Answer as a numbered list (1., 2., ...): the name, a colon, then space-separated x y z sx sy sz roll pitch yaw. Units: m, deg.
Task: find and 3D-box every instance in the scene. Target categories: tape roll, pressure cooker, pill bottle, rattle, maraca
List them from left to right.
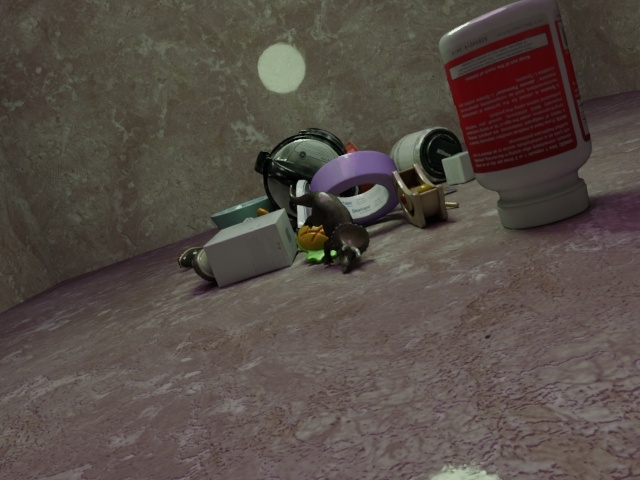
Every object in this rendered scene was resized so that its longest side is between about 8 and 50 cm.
1. rattle: -0.167 -0.090 2.170 0.199 0.143 0.130 -33 -2 -36
2. pressure cooker: -0.046 -0.264 2.177 0.369 0.376 0.420 -23 11 7
3. maraca: 0.000 0.000 1.431 0.127 0.099 0.186 -21 35 1
4. tape roll: 0.111 -0.150 1.593 0.274 0.090 0.275 -10 -29 -6
5. pill bottle: 0.400 -0.243 1.048 0.228 0.408 0.229 -18 9 3

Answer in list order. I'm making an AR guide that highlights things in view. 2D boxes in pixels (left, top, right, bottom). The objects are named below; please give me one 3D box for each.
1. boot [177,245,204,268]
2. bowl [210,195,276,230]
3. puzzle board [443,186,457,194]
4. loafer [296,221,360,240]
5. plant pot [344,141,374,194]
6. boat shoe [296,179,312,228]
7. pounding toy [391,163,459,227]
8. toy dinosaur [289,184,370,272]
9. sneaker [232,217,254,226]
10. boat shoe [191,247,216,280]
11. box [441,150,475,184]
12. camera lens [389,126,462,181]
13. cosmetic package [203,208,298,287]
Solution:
1. boot: -0.461 0.056 2.108 0.137 0.077 0.198 -3 18 42
2. bowl: -0.323 -0.086 2.361 0.311 0.163 0.311 -19 8 3
3. puzzle board: 0.410 -0.164 1.809 0.096 0.011 0.128 -18 10 1
4. loafer: 0.018 -0.027 1.584 0.223 0.078 0.076 -13 11 33
5. plant pot: 0.086 -0.298 2.550 0.265 0.273 0.272 -28 10 -4
6. boat shoe: -0.029 -0.116 1.858 0.102 0.108 0.301 -9 39 4
7. pounding toy: 0.296 -0.139 1.442 0.154 0.154 0.269 -19 10 -2
8. toy dinosaur: 0.030 -0.046 1.279 0.121 0.314 0.160 -12 -33 -25
9. sneaker: -0.291 -0.014 1.988 0.127 0.126 0.321 -16 10 -15
10. boat shoe: -0.344 0.078 1.659 0.095 0.112 0.335 -30 2 11
11. box: 0.516 -0.267 1.909 0.101 0.102 0.087 -23 12 -31
12. camera lens: 0.436 -0.347 2.169 0.219 0.220 0.274 -22 10 -18
13. cosmetic package: -0.201 0.017 1.567 0.224 0.138 0.224 -19 12 7
